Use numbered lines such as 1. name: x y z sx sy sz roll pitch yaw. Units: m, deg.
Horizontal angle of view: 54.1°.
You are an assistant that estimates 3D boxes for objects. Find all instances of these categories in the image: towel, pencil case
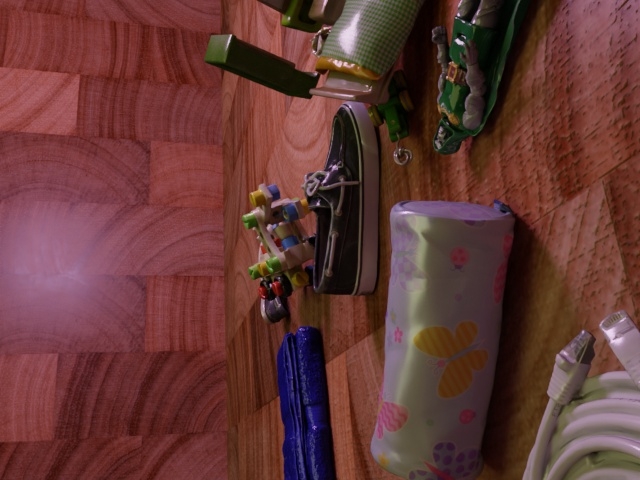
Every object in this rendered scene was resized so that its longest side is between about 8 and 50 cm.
1. towel: -0.046 0.342 1.232 0.227 0.076 0.307 121 147 -59
2. pencil case: 0.113 0.093 0.607 0.124 0.114 0.272 -122 36 -81

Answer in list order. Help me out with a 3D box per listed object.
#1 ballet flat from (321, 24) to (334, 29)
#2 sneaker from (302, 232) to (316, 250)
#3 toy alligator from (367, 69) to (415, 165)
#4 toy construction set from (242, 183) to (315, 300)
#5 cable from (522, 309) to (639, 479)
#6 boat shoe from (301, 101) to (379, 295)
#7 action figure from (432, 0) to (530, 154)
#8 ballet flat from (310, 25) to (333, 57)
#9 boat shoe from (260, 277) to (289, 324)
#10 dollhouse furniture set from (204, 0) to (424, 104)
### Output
1. ballet flat: -0.032 -0.471 1.208 0.316 0.106 0.107 -114 30 -58
2. sneaker: 0.000 0.000 1.111 0.098 0.069 0.038 166 105 -74
3. toy alligator: 0.098 -0.161 0.816 0.051 0.056 0.189 41 -147 -52
4. toy construction set: -0.090 0.005 1.287 0.328 0.151 0.214 159 87 -82
5. cable: 0.199 0.198 0.330 0.257 0.089 0.256 -113 28 -55
6. boat shoe: 0.024 -0.068 0.963 0.113 0.105 0.305 169 102 -74
7. action figure: 0.149 -0.191 0.614 0.137 0.064 0.232 -118 29 -55
8. ballet flat: 0.039 -0.301 0.989 0.241 0.077 0.091 -136 50 -69
9. boat shoe: -0.106 0.108 1.547 0.065 0.075 0.206 -24 49 25
10. dollhouse furniture set: -0.013 -0.302 0.839 0.302 0.151 0.197 30 101 58
